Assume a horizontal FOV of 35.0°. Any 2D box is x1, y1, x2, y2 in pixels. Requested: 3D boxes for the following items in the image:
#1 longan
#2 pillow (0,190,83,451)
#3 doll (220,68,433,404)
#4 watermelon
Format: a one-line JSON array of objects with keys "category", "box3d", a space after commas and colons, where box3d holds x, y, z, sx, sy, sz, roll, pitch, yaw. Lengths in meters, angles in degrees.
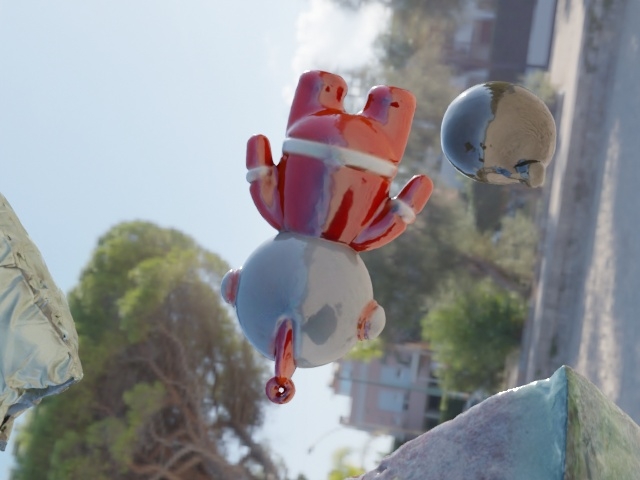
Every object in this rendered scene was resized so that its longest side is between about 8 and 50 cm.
[{"category": "longan", "box3d": [0.281, -0.157, 1.581, 0.204, 0.185, 0.159, 57, 150, 36]}, {"category": "pillow", "box3d": [-0.389, 0.069, 1.127, 0.138, 0.310, 0.283, -24, -13, -47]}, {"category": "doll", "box3d": [0.000, 0.000, 0.741, 0.076, 0.142, 0.245, 15, -92, -77]}, {"category": "watermelon", "box3d": [0.039, 0.191, 0.462, 0.318, 0.226, 0.148, 105, 177, -46]}]
